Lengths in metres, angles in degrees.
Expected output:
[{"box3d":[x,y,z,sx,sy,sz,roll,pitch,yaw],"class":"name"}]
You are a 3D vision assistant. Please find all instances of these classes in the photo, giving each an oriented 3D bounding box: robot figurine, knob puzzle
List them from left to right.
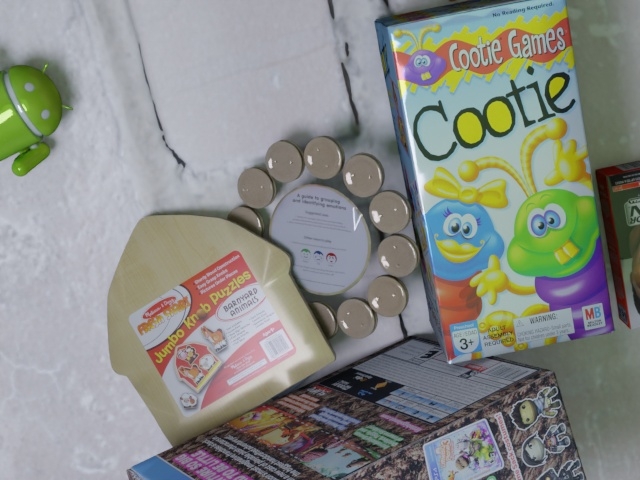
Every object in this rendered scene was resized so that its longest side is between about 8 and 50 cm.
[{"box3d":[-0.271,-0.105,1.103,0.115,0.067,0.101,-27,111,3],"class":"robot figurine"},{"box3d":[-0.104,0.062,1.151,0.213,0.030,0.213,1,93,13],"class":"knob puzzle"}]

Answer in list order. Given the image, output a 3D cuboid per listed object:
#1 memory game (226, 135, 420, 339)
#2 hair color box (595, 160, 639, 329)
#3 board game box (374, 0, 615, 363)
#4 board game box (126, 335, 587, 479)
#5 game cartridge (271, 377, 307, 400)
[{"box3d":[0.000,0.000,1.117,0.186,0.012,0.186,9,108,27],"class":"memory game"},{"box3d":[0.292,0.001,1.149,0.072,0.043,0.141,-12,102,0],"class":"hair color box"},{"box3d":[0.143,-0.059,1.083,0.142,0.144,0.275,-11,102,0],"class":"board game box"},{"box3d":[0.029,0.207,1.040,0.291,0.232,0.141,-23,102,-21],"class":"board game box"},{"box3d":[-0.047,0.100,1.176,0.056,0.017,0.083,-40,99,10],"class":"game cartridge"}]
